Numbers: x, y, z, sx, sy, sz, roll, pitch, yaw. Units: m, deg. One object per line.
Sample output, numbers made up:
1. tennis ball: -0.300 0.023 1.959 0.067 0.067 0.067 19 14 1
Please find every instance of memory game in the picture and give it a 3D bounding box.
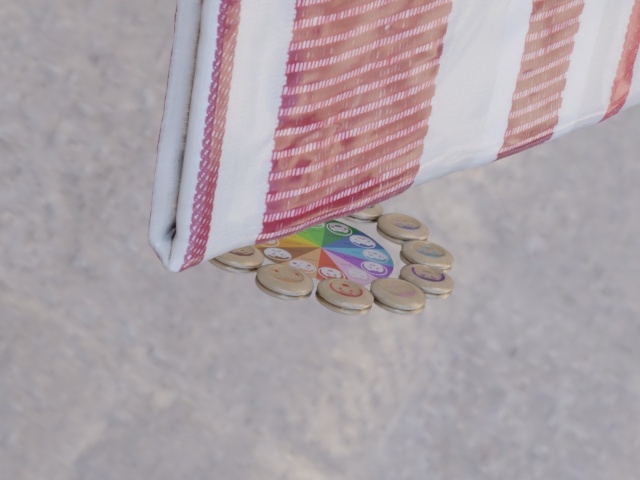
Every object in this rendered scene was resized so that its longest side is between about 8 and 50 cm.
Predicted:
1. memory game: 0.000 0.000 1.264 0.186 0.186 0.012 -10 125 -45

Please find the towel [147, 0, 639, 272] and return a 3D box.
1. towel: 0.073 -0.134 0.702 0.329 0.037 0.237 -21 130 -42
